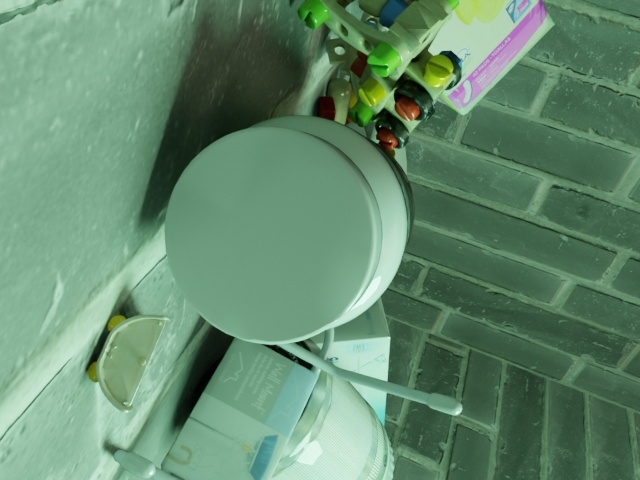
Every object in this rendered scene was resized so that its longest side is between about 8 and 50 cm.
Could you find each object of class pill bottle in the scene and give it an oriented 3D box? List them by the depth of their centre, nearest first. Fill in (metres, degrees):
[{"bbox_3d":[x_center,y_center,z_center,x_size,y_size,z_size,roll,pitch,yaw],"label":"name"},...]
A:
[{"bbox_3d":[-0.010,-0.021,0.639,0.363,0.210,0.210,-28,138,-77],"label":"pill bottle"}]

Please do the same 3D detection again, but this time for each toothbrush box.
[{"bbox_3d":[0.003,0.232,1.064,0.126,0.216,0.296,-99,-174,-51],"label":"toothbrush box"}]

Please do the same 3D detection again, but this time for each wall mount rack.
[{"bbox_3d":[-0.035,0.214,0.660,0.350,0.304,0.130,-62,180,-24],"label":"wall mount rack"}]

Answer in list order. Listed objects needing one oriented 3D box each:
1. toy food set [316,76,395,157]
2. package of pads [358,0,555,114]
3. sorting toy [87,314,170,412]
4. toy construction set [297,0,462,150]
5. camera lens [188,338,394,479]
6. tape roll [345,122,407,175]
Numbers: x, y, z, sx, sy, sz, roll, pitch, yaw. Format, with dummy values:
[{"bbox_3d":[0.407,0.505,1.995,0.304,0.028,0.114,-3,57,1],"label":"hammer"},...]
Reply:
[{"bbox_3d":[0.050,-0.172,0.970,0.104,0.111,0.232,101,-19,-51],"label":"toy food set"},{"bbox_3d":[0.217,-0.367,0.965,0.229,0.101,0.296,-45,134,10],"label":"package of pads"},{"bbox_3d":[-0.163,0.100,0.528,0.075,0.044,0.083,108,3,-80],"label":"sorting toy"},{"bbox_3d":[0.063,-0.233,0.729,0.151,0.215,0.327,-48,178,3],"label":"toy construction set"},{"bbox_3d":[-0.037,0.280,0.872,0.274,0.219,0.219,53,49,-37],"label":"camera lens"},{"bbox_3d":[0.101,-0.080,1.342,0.392,0.072,0.392,-40,136,-54],"label":"tape roll"}]
